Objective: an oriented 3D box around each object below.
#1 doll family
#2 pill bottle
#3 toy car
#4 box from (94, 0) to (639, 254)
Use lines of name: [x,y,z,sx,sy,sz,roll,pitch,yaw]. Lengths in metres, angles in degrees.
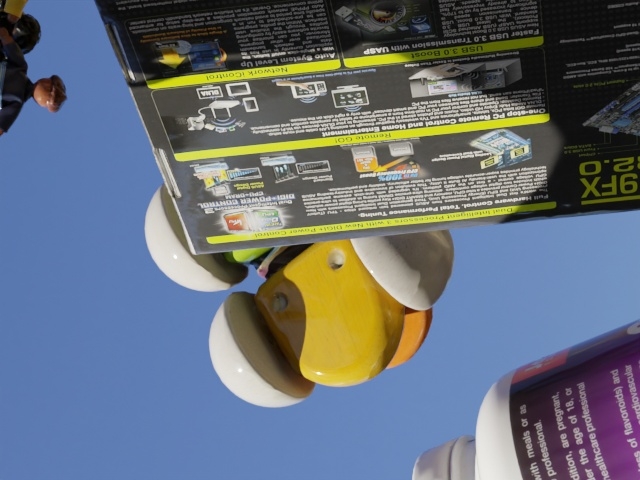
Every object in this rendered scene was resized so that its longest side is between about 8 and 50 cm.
doll family: [-0.228,-0.164,1.141,0.111,0.076,0.193,6,-81,-13]
pill bottle: [0.227,0.136,1.031,0.181,0.323,0.181,48,-152,-36]
toy car: [0.000,0.000,0.971,0.182,0.159,0.136,59,-155,13]
box: [0.053,-0.089,0.691,0.216,0.270,0.060,73,-167,-54]
